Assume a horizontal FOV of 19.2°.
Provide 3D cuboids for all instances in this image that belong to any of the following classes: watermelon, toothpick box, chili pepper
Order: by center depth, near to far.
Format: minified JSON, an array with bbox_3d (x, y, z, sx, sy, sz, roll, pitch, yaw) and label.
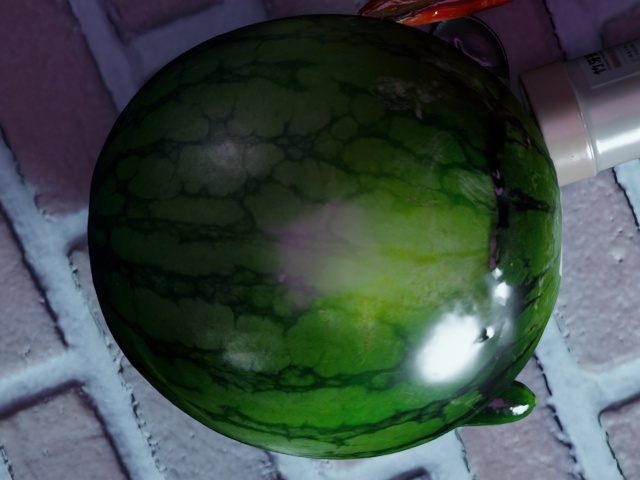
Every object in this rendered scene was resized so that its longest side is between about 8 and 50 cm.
[{"bbox_3d":[0.000,0.000,1.420,0.363,0.363,0.363,0,101,0],"label":"watermelon"},{"bbox_3d":[0.243,-0.110,1.515,0.148,0.098,0.098,-17,100,3],"label":"toothpick box"},{"bbox_3d":[0.151,-0.214,1.519,0.268,0.050,0.059,-20,76,5],"label":"chili pepper"}]

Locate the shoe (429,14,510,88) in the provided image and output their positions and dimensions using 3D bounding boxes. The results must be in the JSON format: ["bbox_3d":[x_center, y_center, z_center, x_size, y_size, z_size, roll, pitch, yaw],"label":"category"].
[{"bbox_3d":[0.120,-0.095,1.543,0.071,0.049,0.179,2,101,-1],"label":"shoe"}]

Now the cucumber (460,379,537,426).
[{"bbox_3d":[0.039,0.134,1.585,0.284,0.056,0.056,2,101,4],"label":"cucumber"}]
